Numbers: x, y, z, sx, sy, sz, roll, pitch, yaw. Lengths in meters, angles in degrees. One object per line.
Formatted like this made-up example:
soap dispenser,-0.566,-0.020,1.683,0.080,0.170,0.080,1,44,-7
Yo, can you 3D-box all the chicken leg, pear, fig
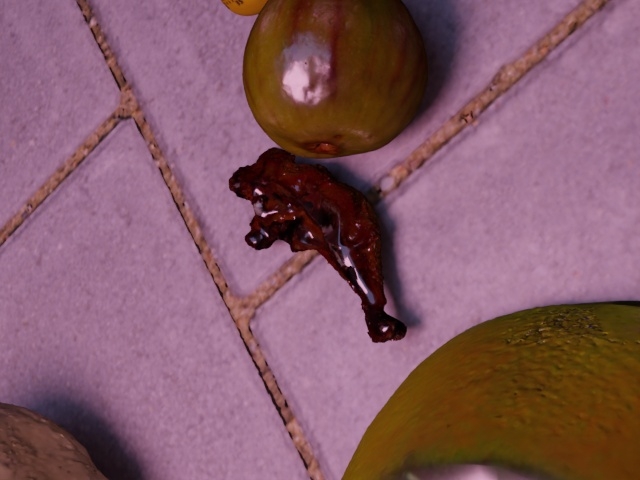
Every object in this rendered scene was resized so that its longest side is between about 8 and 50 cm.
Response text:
chicken leg,0.002,-0.006,0.886,0.219,0.048,0.089,36,106,35
pear,0.129,0.223,0.679,0.399,0.165,0.398,-7,78,35
fig,0.013,-0.156,0.846,0.148,0.142,0.186,-4,92,9

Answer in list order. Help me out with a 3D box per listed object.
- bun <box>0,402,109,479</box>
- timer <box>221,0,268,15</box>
bun,-0.268,0.262,0.971,0.259,0.152,0.259,4,96,38
timer,-0.050,-0.240,0.928,0.107,0.109,0.107,-37,20,16
